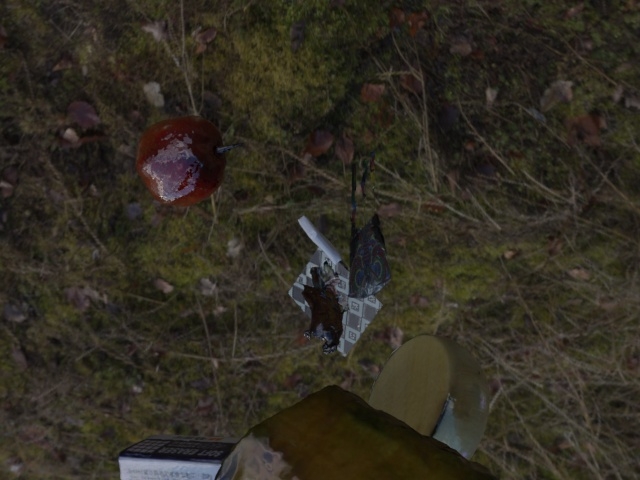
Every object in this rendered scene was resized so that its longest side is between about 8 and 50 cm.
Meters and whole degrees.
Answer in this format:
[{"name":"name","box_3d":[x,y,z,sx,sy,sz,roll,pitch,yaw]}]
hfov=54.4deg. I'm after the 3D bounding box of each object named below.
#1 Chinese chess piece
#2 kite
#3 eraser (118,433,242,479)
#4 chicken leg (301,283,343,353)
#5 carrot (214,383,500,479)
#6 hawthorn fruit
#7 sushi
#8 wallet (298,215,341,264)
[{"name":"Chinese chess piece","box_3d":[0.180,0.287,1.071,0.097,0.251,0.251,27,120,-19]},{"name":"kite","box_3d":[0.082,-0.033,1.178,0.015,0.286,0.152,9,159,-25]},{"name":"eraser","box_3d":[-0.203,0.401,1.099,0.287,0.130,0.086,-5,91,21]},{"name":"chicken leg","box_3d":[0.006,0.193,1.594,0.105,0.234,0.063,11,128,-15]},{"name":"carrot","box_3d":[0.072,0.314,0.644,0.340,0.241,0.242,28,127,20]},{"name":"hawthorn fruit","box_3d":[-0.348,-0.223,1.711,0.300,0.254,0.254,-13,125,8]},{"name":"sushi","box_3d":[0.057,0.186,2.021,0.292,0.059,0.294,46,133,14]},{"name":"wallet","box_3d":[0.000,0.000,1.780,0.033,0.095,0.190,-38,144,5]}]
